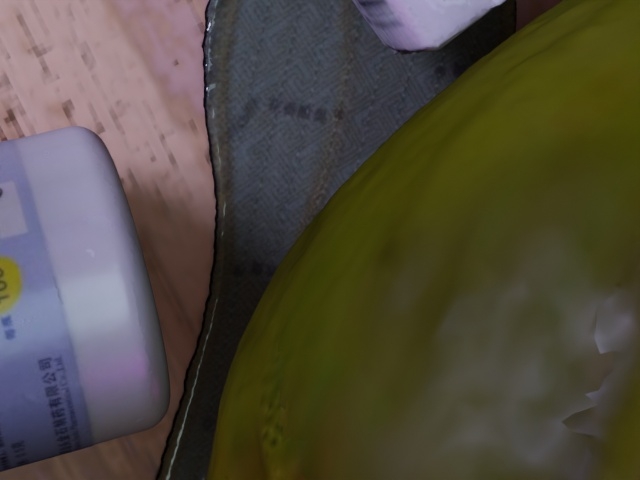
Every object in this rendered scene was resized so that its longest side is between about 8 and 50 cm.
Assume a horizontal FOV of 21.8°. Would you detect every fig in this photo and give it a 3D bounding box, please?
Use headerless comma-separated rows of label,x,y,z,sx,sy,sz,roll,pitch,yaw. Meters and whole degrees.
fig,0.138,0.063,0.496,0.343,0.343,0.343,-4,104,-14

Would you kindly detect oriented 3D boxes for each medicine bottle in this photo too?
medicine bottle,-0.148,0.033,0.521,0.187,0.103,0.102,-14,107,-12

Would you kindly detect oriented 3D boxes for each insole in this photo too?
insole,0.000,0.000,0.602,0.119,0.009,0.348,10,100,-18

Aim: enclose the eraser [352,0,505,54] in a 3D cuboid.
eraser,0.016,-0.178,0.526,0.124,0.068,0.210,-37,104,-5
